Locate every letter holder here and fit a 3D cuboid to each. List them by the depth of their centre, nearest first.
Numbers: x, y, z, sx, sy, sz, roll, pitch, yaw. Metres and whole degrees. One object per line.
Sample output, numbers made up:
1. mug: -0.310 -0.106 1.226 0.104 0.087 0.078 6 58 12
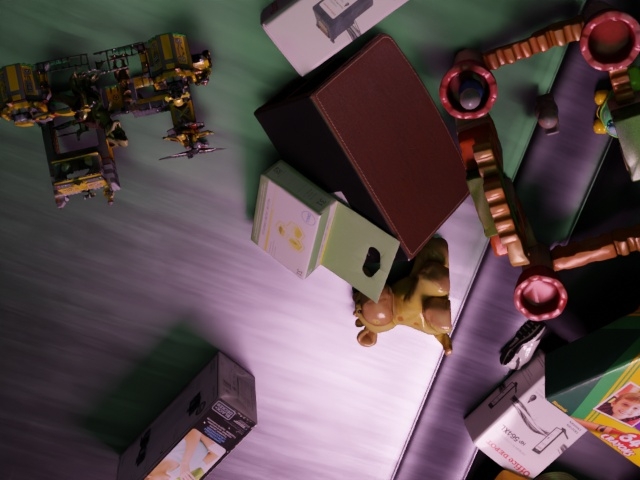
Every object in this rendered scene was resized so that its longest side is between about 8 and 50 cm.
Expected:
1. letter holder: 0.080 -0.146 1.453 0.214 0.152 0.302 -45 112 -31

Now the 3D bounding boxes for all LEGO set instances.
1. LEGO set: -0.305 -0.162 1.359 0.331 0.255 0.192 -12 83 -11

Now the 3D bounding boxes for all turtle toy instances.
1. turtle toy: 0.502 -0.223 1.493 0.095 0.066 0.130 -5 110 -2

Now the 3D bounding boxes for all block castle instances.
1. block castle: 0.383 -0.111 1.410 0.303 0.213 0.453 -16 113 18

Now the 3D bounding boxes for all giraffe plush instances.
1. giraffe plush: 0.136 0.101 1.554 0.170 0.181 0.210 -3 145 8

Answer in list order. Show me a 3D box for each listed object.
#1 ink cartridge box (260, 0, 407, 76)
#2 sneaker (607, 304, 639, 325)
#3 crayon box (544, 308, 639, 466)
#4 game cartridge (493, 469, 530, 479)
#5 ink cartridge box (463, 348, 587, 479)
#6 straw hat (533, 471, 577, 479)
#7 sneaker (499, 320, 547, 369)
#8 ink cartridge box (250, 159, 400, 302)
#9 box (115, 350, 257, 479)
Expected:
1. ink cartridge box: 0.033 -0.361 1.356 0.237 0.172 0.100 -34 108 8
2. sneaker: 0.598 0.226 1.647 0.135 0.097 0.276 -25 120 21
3. crayon box: 0.613 0.256 1.522 0.363 0.106 0.313 35 133 -24
4. game cartridge: 0.377 0.596 1.742 0.285 0.052 0.323 25 123 -13
5. ink cartridge box: 0.388 0.325 1.670 0.148 0.086 0.203 39 102 -16
6. straw hat: 0.455 0.524 1.759 0.144 0.061 0.144 -1 109 -4
7. sneaker: 0.372 0.190 1.651 0.044 0.040 0.109 30 109 -30
8. ink cartridge box: 0.000 0.000 1.450 0.235 0.056 0.171 37 144 17
9. box: -0.238 0.352 1.597 0.087 0.169 0.290 40 101 -18
